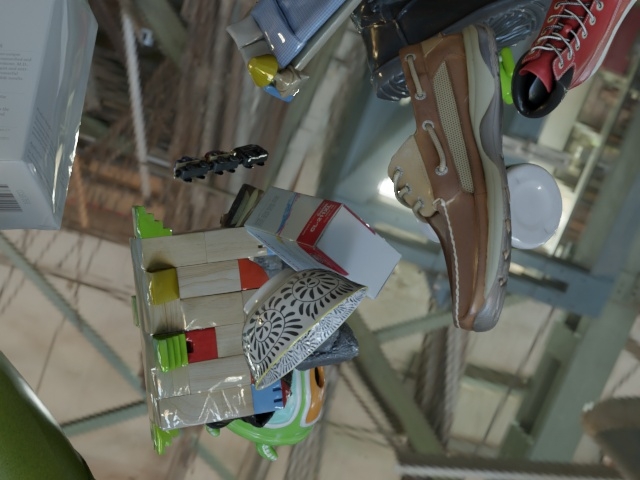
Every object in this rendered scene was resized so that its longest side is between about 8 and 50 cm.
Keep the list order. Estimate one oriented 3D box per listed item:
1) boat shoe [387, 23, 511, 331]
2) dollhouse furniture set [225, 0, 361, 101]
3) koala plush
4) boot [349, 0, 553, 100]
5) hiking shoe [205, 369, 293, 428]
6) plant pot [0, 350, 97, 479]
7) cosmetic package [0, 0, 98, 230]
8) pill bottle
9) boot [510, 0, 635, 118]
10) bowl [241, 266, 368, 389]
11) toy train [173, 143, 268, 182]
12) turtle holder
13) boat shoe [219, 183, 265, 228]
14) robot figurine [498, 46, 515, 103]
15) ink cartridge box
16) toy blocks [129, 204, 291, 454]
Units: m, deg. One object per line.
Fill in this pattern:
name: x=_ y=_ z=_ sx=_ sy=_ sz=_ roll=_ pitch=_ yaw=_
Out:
boat shoe: x=0.128 y=-0.062 z=1.112 sx=0.116 sy=0.324 sz=0.123 roll=-4 pitch=155 yaw=9
dollhouse furniture set: x=-0.058 y=-0.383 z=1.420 sx=0.198 sy=0.286 sz=0.303 roll=21 pitch=-146 yaw=-42
koala plush: x=-0.061 y=0.111 z=2.007 sx=0.203 sy=0.221 sz=0.196 roll=-15 pitch=158 yaw=13
boot: x=0.185 y=-0.528 z=2.024 sx=0.146 sy=0.367 sz=0.445 roll=24 pitch=-135 yaw=-64
hiking shoe: x=-0.130 y=0.272 z=1.892 sx=0.086 sy=0.227 sz=0.114 roll=30 pitch=-144 yaw=-26
plant pot: x=-0.456 y=0.250 z=1.262 sx=0.367 sy=0.353 sz=0.366 roll=-10 pitch=-150 yaw=6
cosmetic package: x=-0.447 y=-0.231 z=1.640 sx=0.156 sy=0.385 sz=0.217 roll=1 pitch=153 yaw=3
pill bottle: x=0.234 y=-0.046 z=1.594 sx=0.119 sy=0.119 sz=0.208 roll=13 pitch=172 yaw=-29
boot: x=0.283 y=-0.254 z=1.215 sx=0.088 sy=0.244 sz=0.176 roll=28 pitch=-141 yaw=18
bowl: x=-0.033 y=0.083 z=1.260 sx=0.080 sy=0.170 sz=0.170 roll=48 pitch=-160 yaw=11
toy train: x=-0.132 y=-0.104 z=1.456 sx=0.036 sy=0.027 sz=0.158 roll=39 pitch=-144 yaw=29
turtle holder: x=-0.134 y=0.281 z=2.383 sx=0.320 sy=0.227 sz=0.243 roll=40 pitch=-146 yaw=24
boat shoe: x=-0.153 y=-0.030 z=1.979 sx=0.049 sy=0.152 sz=0.056 roll=30 pitch=173 yaw=18
robot figurine: x=0.225 y=-0.233 z=1.551 sx=0.115 sy=0.101 sz=0.067 roll=44 pitch=-137 yaw=-34
ink cartridge box: x=0.000 y=0.000 z=1.471 sx=0.127 sy=0.072 sz=0.175 roll=40 pitch=167 yaw=-34
toy blocks: x=-0.143 y=0.123 z=1.724 sx=0.261 sy=0.381 sz=0.191 roll=-7 pitch=-176 yaw=-20
